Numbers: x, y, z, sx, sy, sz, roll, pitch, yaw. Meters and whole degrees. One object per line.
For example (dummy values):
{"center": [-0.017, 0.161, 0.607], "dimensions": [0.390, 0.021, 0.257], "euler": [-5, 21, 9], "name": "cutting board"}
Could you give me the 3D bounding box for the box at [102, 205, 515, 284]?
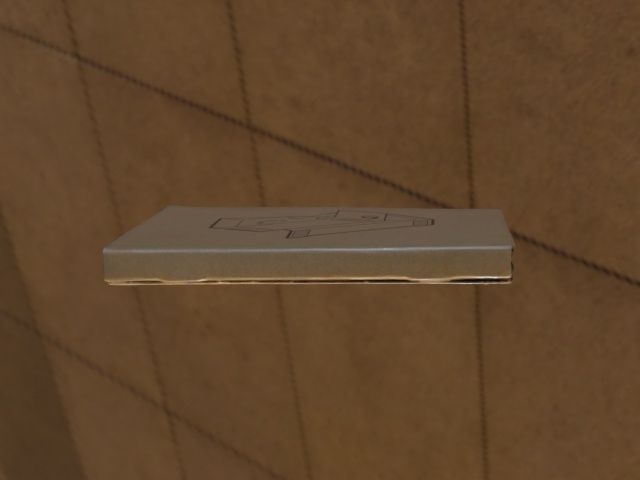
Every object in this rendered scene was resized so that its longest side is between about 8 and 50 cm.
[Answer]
{"center": [0.000, 0.000, 0.742], "dimensions": [0.201, 0.164, 0.021], "euler": [-1, 99, 5], "name": "box"}
